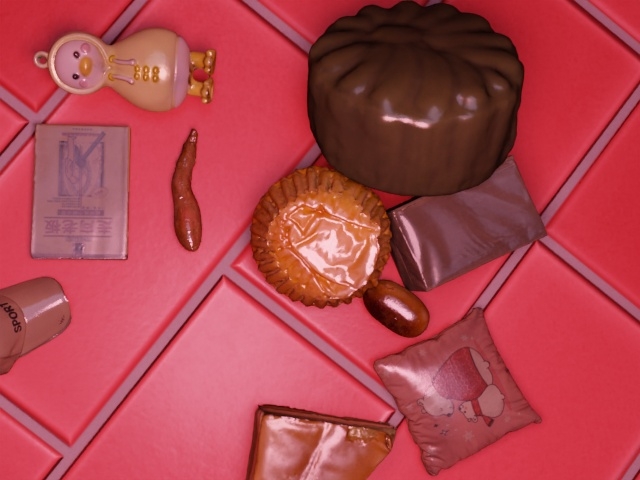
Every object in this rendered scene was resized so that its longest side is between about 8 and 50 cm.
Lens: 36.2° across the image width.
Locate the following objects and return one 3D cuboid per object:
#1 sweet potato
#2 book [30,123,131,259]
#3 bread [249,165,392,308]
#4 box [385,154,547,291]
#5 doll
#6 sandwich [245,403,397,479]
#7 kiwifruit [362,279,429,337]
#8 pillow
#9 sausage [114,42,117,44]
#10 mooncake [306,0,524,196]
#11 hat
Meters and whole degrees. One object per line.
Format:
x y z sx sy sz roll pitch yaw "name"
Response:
-0.227 -0.084 1.668 0.050 0.050 0.214 -2 79 -8 "sweet potato"
-0.404 -0.082 1.652 0.161 0.026 0.230 1 85 -8 "book"
-0.002 -0.001 1.576 0.240 0.139 0.239 1 98 5 "bread"
0.233 -0.026 1.673 0.231 0.155 0.148 -24 91 -10 "box"
-0.323 -0.284 1.625 0.297 0.117 0.141 1 112 -13 "doll"
-0.004 0.385 1.603 0.228 0.155 0.198 9 86 -7 "sandwich"
0.132 0.117 1.682 0.124 0.075 0.075 34 81 11 "kiwifruit"
0.234 0.259 1.681 0.223 0.084 0.236 -29 91 -10 "pillow"
-0.375 -0.303 1.681 0.015 0.015 0.100 42 81 -3 "sausage"
0.151 -0.244 1.587 0.357 0.194 0.356 3 44 -3 "mooncake"
-0.497 0.124 1.591 0.175 0.085 0.147 -29 88 -8 "hat"
